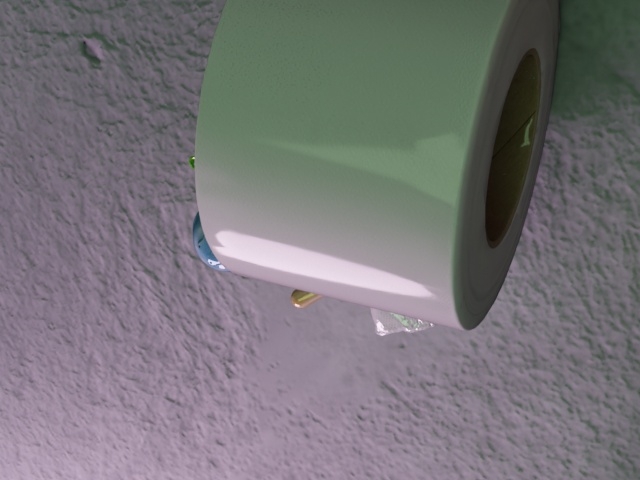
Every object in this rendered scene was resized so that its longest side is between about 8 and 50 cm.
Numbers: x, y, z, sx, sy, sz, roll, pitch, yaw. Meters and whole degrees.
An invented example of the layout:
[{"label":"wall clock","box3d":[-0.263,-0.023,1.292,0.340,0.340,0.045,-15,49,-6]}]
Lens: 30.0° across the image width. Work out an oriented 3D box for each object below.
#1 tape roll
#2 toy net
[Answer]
[{"label":"tape roll","box3d":[0.047,-0.076,0.786,0.169,0.246,0.246,14,119,19]},{"label":"toy net","box3d":[0.000,0.000,0.966,0.232,0.045,0.122,18,118,14]}]
